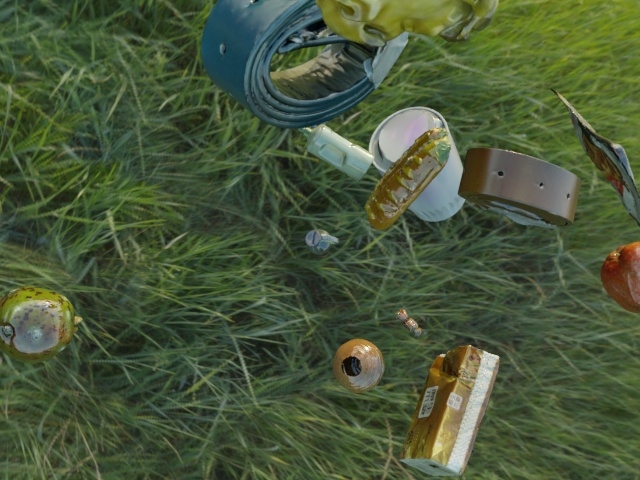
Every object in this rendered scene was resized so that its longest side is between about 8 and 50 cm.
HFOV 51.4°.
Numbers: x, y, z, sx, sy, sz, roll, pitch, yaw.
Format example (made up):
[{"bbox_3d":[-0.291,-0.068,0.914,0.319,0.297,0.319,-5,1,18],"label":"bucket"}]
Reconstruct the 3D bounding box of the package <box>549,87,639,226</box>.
[{"bbox_3d":[0.418,-0.134,0.998,0.030,0.239,0.154,-29,121,18],"label":"package"}]

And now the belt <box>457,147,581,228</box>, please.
[{"bbox_3d":[0.474,-0.117,1.572,0.339,0.217,0.122,15,88,-35],"label":"belt"}]

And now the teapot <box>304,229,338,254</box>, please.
[{"bbox_3d":[0.000,0.000,1.716,0.057,0.088,0.066,26,64,-60],"label":"teapot"}]

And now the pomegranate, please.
[{"bbox_3d":[-0.560,0.168,1.337,0.159,0.205,0.159,-2,81,14],"label":"pomegranate"}]

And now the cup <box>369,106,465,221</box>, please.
[{"bbox_3d":[0.334,-0.234,2.155,0.253,0.253,0.371,-62,143,-15],"label":"cup"}]

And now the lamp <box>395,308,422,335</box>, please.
[{"bbox_3d":[0.223,0.209,1.678,0.083,0.063,0.031,42,104,10],"label":"lamp"}]

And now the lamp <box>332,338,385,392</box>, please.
[{"bbox_3d":[0.098,0.321,1.702,0.136,0.136,0.136,2,86,-25],"label":"lamp"}]

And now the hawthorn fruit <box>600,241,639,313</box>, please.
[{"bbox_3d":[0.516,0.059,1.068,0.128,0.128,0.128,2,86,-25],"label":"hawthorn fruit"}]

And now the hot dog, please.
[{"bbox_3d":[0.184,-0.135,1.412,0.072,0.269,0.115,30,32,-13],"label":"hot dog"}]

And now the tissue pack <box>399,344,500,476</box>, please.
[{"bbox_3d":[0.240,0.317,1.236,0.092,0.183,0.226,25,69,-4],"label":"tissue pack"}]

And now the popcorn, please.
[{"bbox_3d":[0.090,-0.327,0.760,0.250,0.250,0.190,13,77,-24],"label":"popcorn"}]

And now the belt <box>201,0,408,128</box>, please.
[{"bbox_3d":[-0.016,-0.385,1.289,0.437,0.300,0.173,-21,53,-34],"label":"belt"}]

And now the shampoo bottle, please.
[{"bbox_3d":[0.035,-0.266,1.922,0.234,0.118,0.087,30,76,-4],"label":"shampoo bottle"}]
